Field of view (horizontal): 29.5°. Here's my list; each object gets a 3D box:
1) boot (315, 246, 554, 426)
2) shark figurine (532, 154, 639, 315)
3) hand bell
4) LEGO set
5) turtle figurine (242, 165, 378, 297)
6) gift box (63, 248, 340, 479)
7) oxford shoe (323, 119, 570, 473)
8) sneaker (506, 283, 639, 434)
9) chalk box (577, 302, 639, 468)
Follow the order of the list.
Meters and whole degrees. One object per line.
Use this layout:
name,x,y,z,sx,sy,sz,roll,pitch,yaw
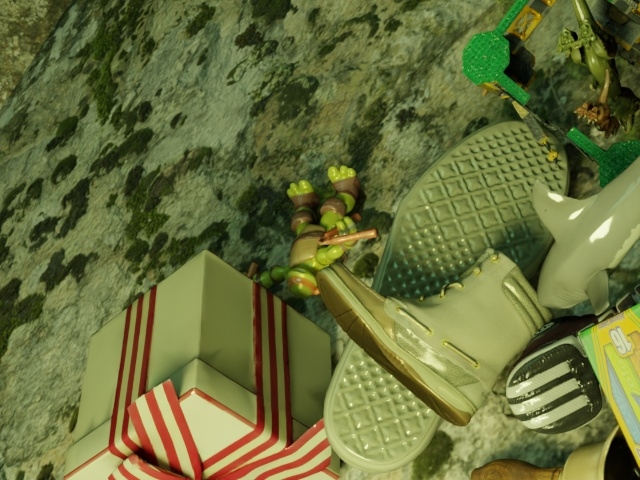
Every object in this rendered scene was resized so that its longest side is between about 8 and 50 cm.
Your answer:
boot,0.117,0.062,1.240,0.165,0.213,0.077,-46,-6,-16
shark figurine,0.260,-0.047,1.114,0.278,0.116,0.166,-59,-1,18
hand bell,0.222,0.224,1.137,0.242,0.126,0.126,-14,46,56
LEGO set,0.339,-0.176,1.320,0.331,0.192,0.255,37,104,36
turtle figurine,0.000,0.000,1.598,0.269,0.087,0.217,-33,29,38
gift box,-0.127,0.189,1.403,0.276,0.255,0.258,-40,33,31
oxford shoe,0.135,0.058,1.351,0.169,0.130,0.449,26,72,10
sneaker,0.301,0.082,1.171,0.281,0.106,0.162,-23,6,3
chalk box,0.330,0.135,0.980,0.132,0.213,0.132,-21,-11,-20
